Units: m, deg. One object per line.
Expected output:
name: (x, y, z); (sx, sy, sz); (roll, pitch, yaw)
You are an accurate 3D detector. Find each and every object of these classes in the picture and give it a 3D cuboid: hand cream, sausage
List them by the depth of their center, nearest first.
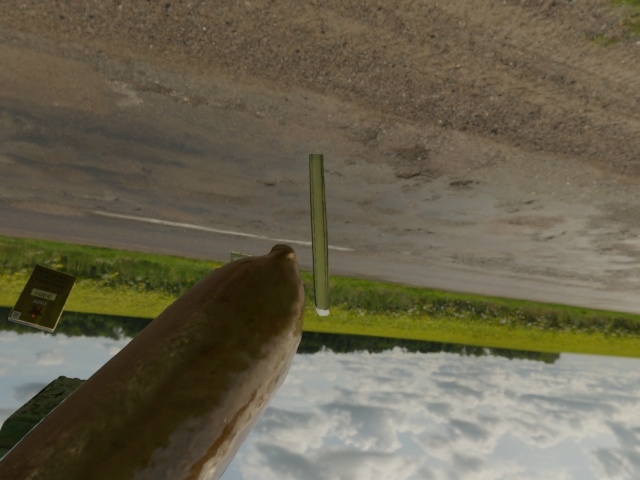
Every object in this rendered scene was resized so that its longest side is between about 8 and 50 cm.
sausage: (-0.163, 0.181, 0.276); (0.123, 0.501, 0.136); (29, 140, 16)
hand cream: (-0.150, 0.058, 0.817); (0.035, 0.022, 0.102); (13, 126, -10)

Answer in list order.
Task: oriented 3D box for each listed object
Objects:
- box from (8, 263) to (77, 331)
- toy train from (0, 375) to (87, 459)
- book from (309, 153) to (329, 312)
box: (-0.609, 0.126, 1.010); (0.090, 0.133, 0.023); (21, 144, -20)
toy train: (-0.354, 0.317, 0.605); (0.166, 0.238, 0.299); (16, 174, -14)
book: (0.000, 0.000, 0.720); (0.024, 0.228, 0.160); (-3, 168, 1)
